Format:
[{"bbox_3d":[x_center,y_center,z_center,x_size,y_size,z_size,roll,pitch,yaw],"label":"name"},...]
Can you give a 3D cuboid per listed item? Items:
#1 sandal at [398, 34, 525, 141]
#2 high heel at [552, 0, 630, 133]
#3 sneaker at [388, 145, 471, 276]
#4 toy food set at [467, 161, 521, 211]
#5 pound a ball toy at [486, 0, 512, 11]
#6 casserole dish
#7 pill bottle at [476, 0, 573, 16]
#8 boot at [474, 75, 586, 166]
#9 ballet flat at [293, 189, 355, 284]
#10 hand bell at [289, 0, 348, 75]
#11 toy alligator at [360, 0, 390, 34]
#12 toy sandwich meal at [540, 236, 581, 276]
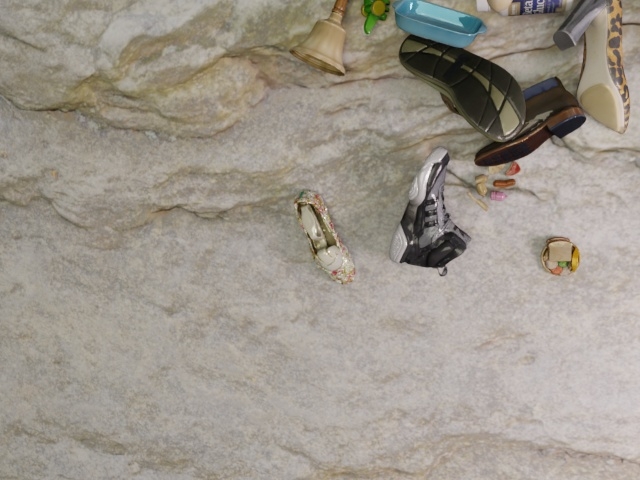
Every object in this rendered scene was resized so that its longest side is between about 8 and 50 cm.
[{"bbox_3d":[0.282,-0.307,1.190,0.120,0.086,0.302,-41,67,-2],"label":"sandal"},{"bbox_3d":[0.545,-0.343,1.116,0.186,0.093,0.261,-50,117,-17],"label":"high heel"},{"bbox_3d":[0.251,-0.054,1.254,0.153,0.101,0.268,22,114,11],"label":"sneaker"},{"bbox_3d":[0.365,-0.122,1.243,0.078,0.019,0.122,44,103,5],"label":"toy food set"},{"bbox_3d":[0.402,-0.528,1.034,0.320,0.136,0.208,-20,82,3],"label":"pound a ball toy"},{"bbox_3d":[0.228,-0.423,1.175,0.189,0.114,0.036,22,132,11],"label":"casserole dish"},{"bbox_3d":[0.379,-0.468,1.119,0.170,0.094,0.094,2,103,18],"label":"pill bottle"},{"bbox_3d":[0.396,-0.230,1.188,0.219,0.082,0.106,-24,65,26],"label":"boot"},{"bbox_3d":[0.000,0.000,1.356,0.091,0.077,0.240,-27,94,20],"label":"ballet flat"},{"bbox_3d":[0.041,-0.476,1.237,0.126,0.126,0.241,25,96,11],"label":"hand bell"},{"bbox_3d":[0.119,-0.515,1.218,0.052,0.056,0.189,-2,104,-25],"label":"toy alligator"},{"bbox_3d":[0.492,0.035,1.230,0.086,0.029,0.085,4,103,17],"label":"toy sandwich meal"}]
